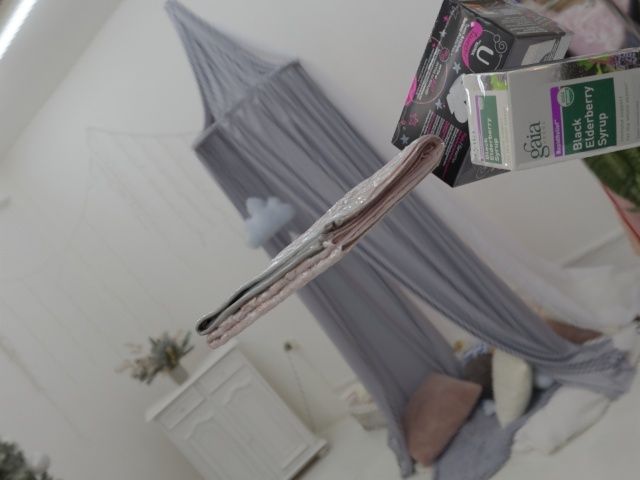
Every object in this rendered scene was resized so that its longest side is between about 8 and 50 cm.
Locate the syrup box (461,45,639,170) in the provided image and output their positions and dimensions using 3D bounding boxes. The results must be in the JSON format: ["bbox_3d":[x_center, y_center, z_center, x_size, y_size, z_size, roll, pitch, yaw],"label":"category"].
[{"bbox_3d":[0.269,-0.137,0.795,0.237,0.093,0.096,-12,13,-15],"label":"syrup box"}]

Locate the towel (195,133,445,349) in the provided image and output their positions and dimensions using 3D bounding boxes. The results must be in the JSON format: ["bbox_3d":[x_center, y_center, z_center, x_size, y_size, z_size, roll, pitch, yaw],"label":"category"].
[{"bbox_3d":[0.000,0.000,1.125,0.332,0.053,0.317,-37,3,43],"label":"towel"}]

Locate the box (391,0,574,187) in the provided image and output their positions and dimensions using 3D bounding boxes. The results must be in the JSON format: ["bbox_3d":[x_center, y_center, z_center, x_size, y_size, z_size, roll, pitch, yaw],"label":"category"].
[{"bbox_3d":[0.242,-0.225,1.203,0.163,0.142,0.247,-17,-42,-41],"label":"box"}]
